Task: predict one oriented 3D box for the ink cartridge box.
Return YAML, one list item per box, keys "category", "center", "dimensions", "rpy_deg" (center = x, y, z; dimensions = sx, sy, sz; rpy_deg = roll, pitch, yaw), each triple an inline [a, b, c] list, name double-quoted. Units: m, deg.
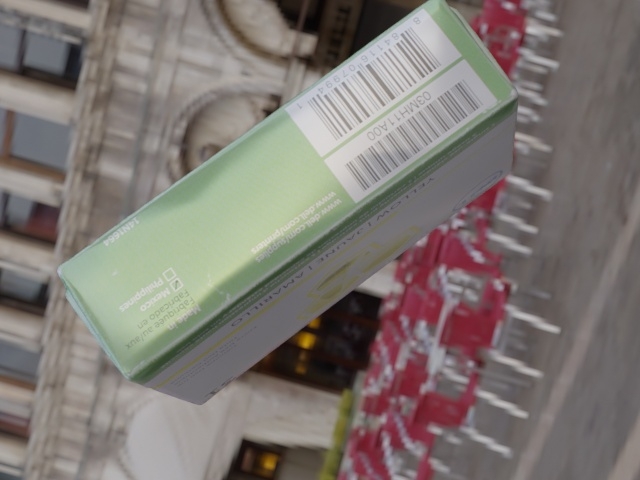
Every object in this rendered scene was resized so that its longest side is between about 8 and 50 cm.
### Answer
- category: "ink cartridge box"
  center: [0.000, 0.000, 0.595]
  dimensions: [0.171, 0.056, 0.235]
  rpy_deg: [-36, -13, -1]
